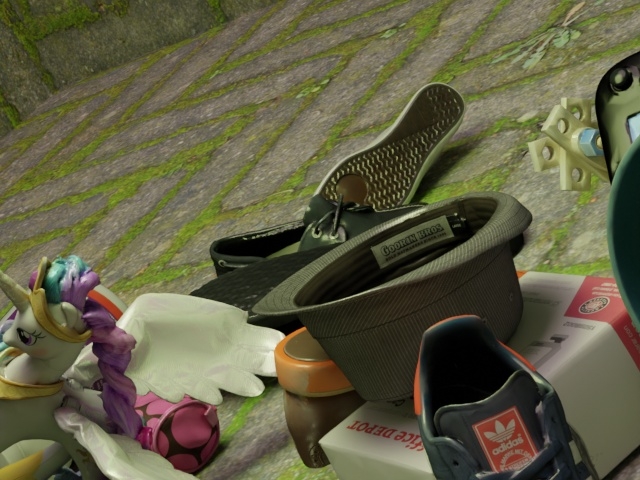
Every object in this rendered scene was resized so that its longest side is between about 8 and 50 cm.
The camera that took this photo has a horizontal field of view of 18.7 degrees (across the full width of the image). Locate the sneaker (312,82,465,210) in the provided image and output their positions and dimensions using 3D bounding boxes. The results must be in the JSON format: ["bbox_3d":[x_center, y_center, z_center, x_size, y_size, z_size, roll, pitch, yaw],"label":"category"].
[{"bbox_3d":[0.086,-0.081,2.604,0.290,0.106,0.123,-44,-8,-23],"label":"sneaker"}]

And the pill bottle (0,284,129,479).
[{"bbox_3d":[-0.351,0.190,2.354,0.181,0.181,0.323,-19,21,30],"label":"pill bottle"}]

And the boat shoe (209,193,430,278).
[{"bbox_3d":[0.001,-0.002,2.440,0.340,0.113,0.127,-16,22,37],"label":"boat shoe"}]

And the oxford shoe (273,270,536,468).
[{"bbox_3d":[0.118,0.121,1.919,0.363,0.133,0.130,-15,22,-26],"label":"oxford shoe"}]

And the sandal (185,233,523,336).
[{"bbox_3d":[0.026,0.070,2.263,0.445,0.107,0.167,-16,17,2],"label":"sandal"}]

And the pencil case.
[{"bbox_3d":[-0.183,0.203,2.211,0.098,0.095,0.209,-28,19,-19],"label":"pencil case"}]

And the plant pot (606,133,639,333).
[{"bbox_3d":[0.424,-0.021,1.625,0.255,0.272,0.271,-26,12,-38],"label":"plant pot"}]

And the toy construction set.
[{"bbox_3d":[0.383,-0.082,2.039,0.215,0.151,0.327,-38,30,-23],"label":"toy construction set"}]

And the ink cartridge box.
[{"bbox_3d":[0.171,0.156,1.735,0.283,0.117,0.207,-37,19,-23],"label":"ink cartridge box"}]

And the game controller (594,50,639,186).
[{"bbox_3d":[0.358,-0.059,1.852,0.166,0.067,0.319,-31,52,35],"label":"game controller"}]

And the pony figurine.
[{"bbox_3d":[-0.234,0.186,1.971,0.363,0.351,0.303,-52,23,35],"label":"pony figurine"}]

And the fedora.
[{"bbox_3d":[0.083,0.060,1.728,0.243,0.124,0.275,-14,14,37],"label":"fedora"}]

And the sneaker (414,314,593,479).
[{"bbox_3d":[0.153,0.193,1.452,0.131,0.148,0.350,-24,43,-8],"label":"sneaker"}]
